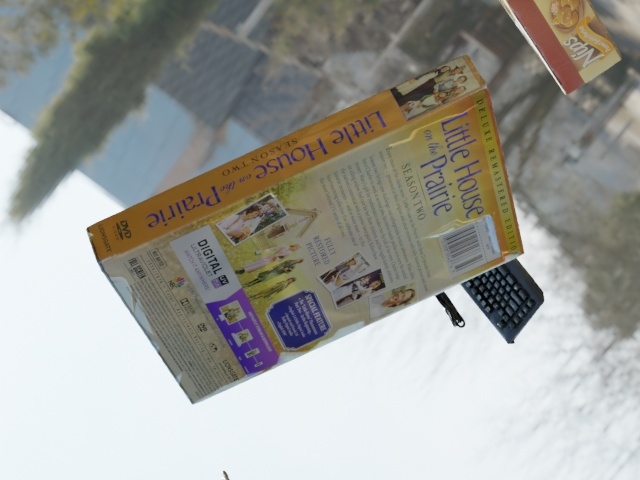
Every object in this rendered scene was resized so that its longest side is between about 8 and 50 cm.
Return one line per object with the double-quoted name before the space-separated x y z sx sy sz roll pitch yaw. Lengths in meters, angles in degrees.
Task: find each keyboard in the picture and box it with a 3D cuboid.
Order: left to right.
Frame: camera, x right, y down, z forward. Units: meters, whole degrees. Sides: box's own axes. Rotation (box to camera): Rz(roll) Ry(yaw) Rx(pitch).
"keyboard" 0.224 0.041 2.329 0.033 0.201 0.317 -13 -124 -39

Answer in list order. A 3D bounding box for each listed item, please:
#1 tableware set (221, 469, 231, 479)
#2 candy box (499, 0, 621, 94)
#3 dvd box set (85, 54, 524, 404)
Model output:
"tableware set" -0.050 0.335 1.602 0.169 0.020 0.141 31 151 46
"candy box" 0.243 -0.345 1.764 0.183 0.087 0.316 46 -166 -43
"dvd box set" 0.000 0.000 1.507 0.307 0.420 0.062 65 179 -54
